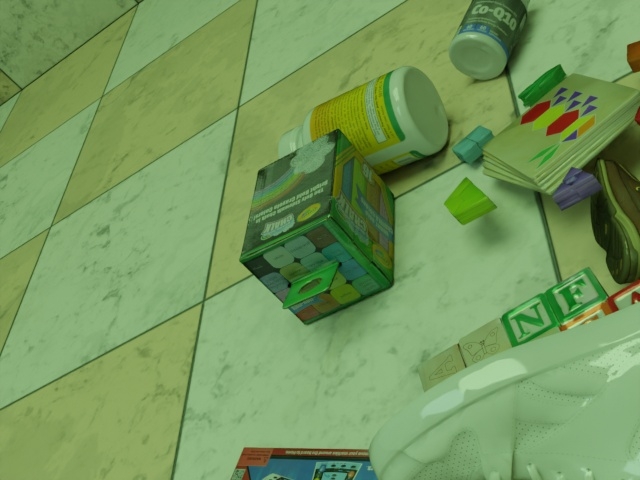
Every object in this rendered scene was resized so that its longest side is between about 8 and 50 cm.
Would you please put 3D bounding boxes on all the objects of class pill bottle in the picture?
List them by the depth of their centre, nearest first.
[{"bbox_3d":[0.051,-0.137,1.176,0.208,0.117,0.118,-20,38,34],"label":"pill bottle"},{"bbox_3d":[0.228,-0.286,1.190,0.078,0.078,0.137,-6,48,46],"label":"pill bottle"}]

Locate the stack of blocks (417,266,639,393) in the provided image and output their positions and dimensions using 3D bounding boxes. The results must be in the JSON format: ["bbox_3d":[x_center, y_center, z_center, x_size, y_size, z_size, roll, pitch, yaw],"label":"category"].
[{"bbox_3d":[0.235,0.107,0.701,0.297,0.087,0.171,-33,33,16],"label":"stack of blocks"}]

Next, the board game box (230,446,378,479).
[{"bbox_3d":[0.003,0.264,0.838,0.281,0.027,0.145,-11,45,41],"label":"board game box"}]

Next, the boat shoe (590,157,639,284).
[{"bbox_3d":[0.288,-0.020,0.831,0.060,0.064,0.178,-1,32,4],"label":"boat shoe"}]

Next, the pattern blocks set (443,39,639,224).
[{"bbox_3d":[0.252,-0.113,0.945,0.285,0.026,0.325,-37,18,12],"label":"pattern blocks set"}]

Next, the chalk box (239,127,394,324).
[{"bbox_3d":[0.000,0.000,1.059,0.132,0.132,0.213,-24,37,27],"label":"chalk box"}]

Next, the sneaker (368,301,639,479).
[{"bbox_3d":[0.174,0.149,0.562,0.292,0.108,0.169,-27,55,18],"label":"sneaker"}]
